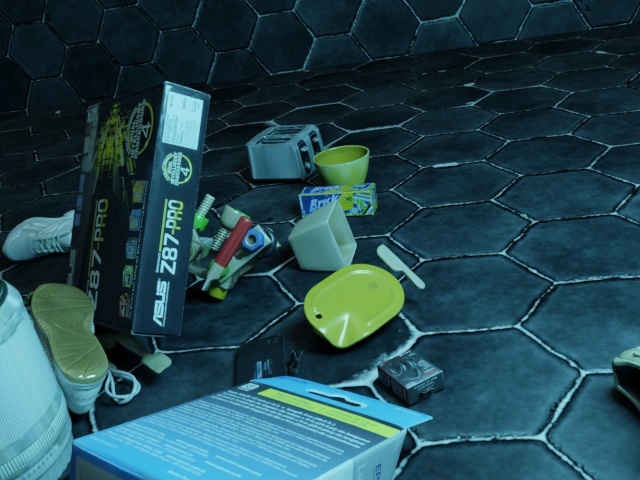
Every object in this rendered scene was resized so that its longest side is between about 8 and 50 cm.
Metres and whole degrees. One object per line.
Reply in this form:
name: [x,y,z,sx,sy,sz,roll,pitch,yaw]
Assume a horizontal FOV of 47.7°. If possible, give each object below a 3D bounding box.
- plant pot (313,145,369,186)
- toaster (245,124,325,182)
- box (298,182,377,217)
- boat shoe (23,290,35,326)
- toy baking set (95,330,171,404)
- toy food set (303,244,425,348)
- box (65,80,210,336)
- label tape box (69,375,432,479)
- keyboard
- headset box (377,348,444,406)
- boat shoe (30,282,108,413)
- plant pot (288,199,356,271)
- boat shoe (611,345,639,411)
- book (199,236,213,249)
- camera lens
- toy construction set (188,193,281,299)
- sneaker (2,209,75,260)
plant pot: [0.056,-0.159,1.725,0.134,0.095,0.134,-9,25,4]
toaster: [-0.097,-0.230,1.921,0.185,0.110,0.168,1,26,25]
box: [0.039,-0.089,1.624,0.168,0.059,0.054,-2,24,17]
boat shoe: [-0.552,0.121,1.420,0.056,0.049,0.152,-5,25,12]
toy baking set: [-0.363,0.215,1.175,0.256,0.030,0.197,-19,31,-4]
toy food set: [0.066,0.109,1.194,0.217,0.071,0.128,-30,55,-33]
box: [-0.323,-0.050,1.241,0.097,0.395,0.318,9,-4,-37]
label tape box: [-0.063,0.260,0.825,0.249,0.115,0.347,9,8,36]
keyboard: [-0.074,0.199,1.100,0.108,0.023,0.180,-17,25,2]
headset box: [0.128,0.193,1.016,0.062,0.032,0.083,-21,25,-22]
boat shoe: [-0.407,0.166,1.147,0.098,0.096,0.277,3,27,-29]
plant pot: [0.000,0.000,1.407,0.096,0.109,0.109,-16,22,19]
boat shoe: [0.412,0.205,0.799,0.103,0.113,0.302,-9,14,7]
book: [-0.318,0.015,1.579,0.144,0.035,0.096,5,26,29]
camera lens: [-0.462,0.198,0.941,0.219,0.274,0.219,-9,27,5]
toy construction set: [-0.224,0.039,1.321,0.237,0.257,0.309,-59,14,-1]
sneaker: [-0.616,-0.008,1.683,0.232,0.090,0.115,-23,31,-24]
